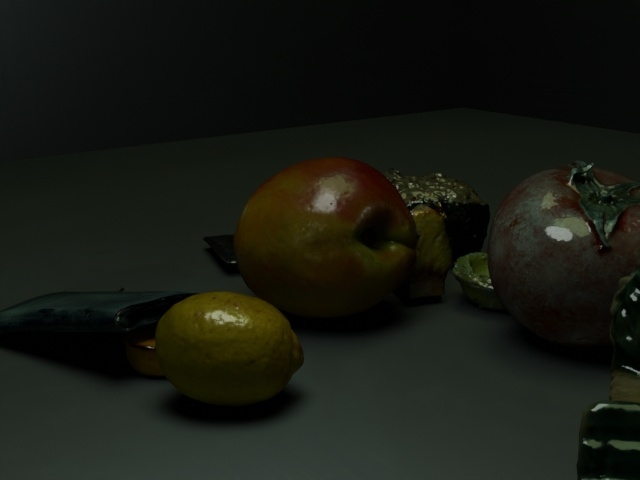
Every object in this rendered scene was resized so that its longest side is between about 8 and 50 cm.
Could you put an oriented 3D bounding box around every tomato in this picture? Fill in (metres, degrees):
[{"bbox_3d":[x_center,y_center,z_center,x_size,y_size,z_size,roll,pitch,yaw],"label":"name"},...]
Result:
[{"bbox_3d":[0.424,0.021,1.546,0.317,0.282,0.316,4,33,-3],"label":"tomato"}]

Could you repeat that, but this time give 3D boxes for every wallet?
[{"bbox_3d":[-0.079,0.011,2.092,0.323,0.041,0.247,-1,16,-20],"label":"wallet"},{"bbox_3d":[-0.386,0.115,1.577,0.379,0.046,0.191,-5,8,37],"label":"wallet"}]

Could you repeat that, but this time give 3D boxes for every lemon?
[{"bbox_3d":[-0.128,0.152,1.356,0.208,0.169,0.170,7,16,6],"label":"lemon"}]

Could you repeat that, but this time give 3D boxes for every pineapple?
[{"bbox_3d":[0.181,0.030,1.811,0.115,0.236,0.186,-6,61,-9],"label":"pineapple"}]

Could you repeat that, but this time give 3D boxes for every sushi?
[{"bbox_3d":[0.178,-0.051,2.026,0.350,0.170,0.211,5,15,7],"label":"sushi"}]

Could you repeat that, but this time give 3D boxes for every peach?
[{"bbox_3d":[0.000,0.000,1.698,0.332,0.307,0.308,-12,3,44],"label":"peach"}]

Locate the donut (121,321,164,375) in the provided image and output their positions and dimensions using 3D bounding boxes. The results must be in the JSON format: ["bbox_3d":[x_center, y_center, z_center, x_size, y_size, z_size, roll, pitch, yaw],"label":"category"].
[{"bbox_3d":[-0.233,0.166,1.501,0.152,0.058,0.152,0,16,0],"label":"donut"}]

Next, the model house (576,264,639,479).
[{"bbox_3d":[0.437,0.199,0.747,0.446,0.394,0.400,2,17,23],"label":"model house"}]

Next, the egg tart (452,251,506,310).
[{"bbox_3d":[0.337,0.078,1.756,0.197,0.078,0.197,0,18,0],"label":"egg tart"}]
